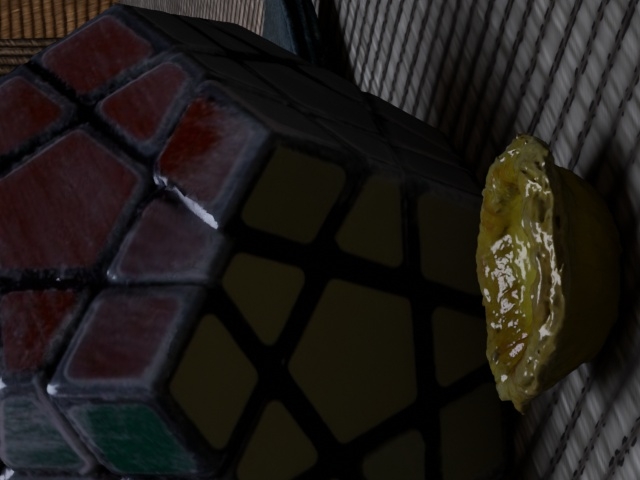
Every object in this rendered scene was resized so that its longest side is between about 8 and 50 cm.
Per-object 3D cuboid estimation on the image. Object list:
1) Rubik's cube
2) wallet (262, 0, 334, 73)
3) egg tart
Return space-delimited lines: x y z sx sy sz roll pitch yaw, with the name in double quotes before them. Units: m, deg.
"Rubik's cube" -0.061 0.047 0.914 0.264 0.319 0.319 58 165 9
"wallet" 0.000 0.000 1.233 0.379 0.046 0.190 -101 13 -47
"egg tart" 0.083 0.012 0.716 0.105 0.039 0.105 177 90 -81
